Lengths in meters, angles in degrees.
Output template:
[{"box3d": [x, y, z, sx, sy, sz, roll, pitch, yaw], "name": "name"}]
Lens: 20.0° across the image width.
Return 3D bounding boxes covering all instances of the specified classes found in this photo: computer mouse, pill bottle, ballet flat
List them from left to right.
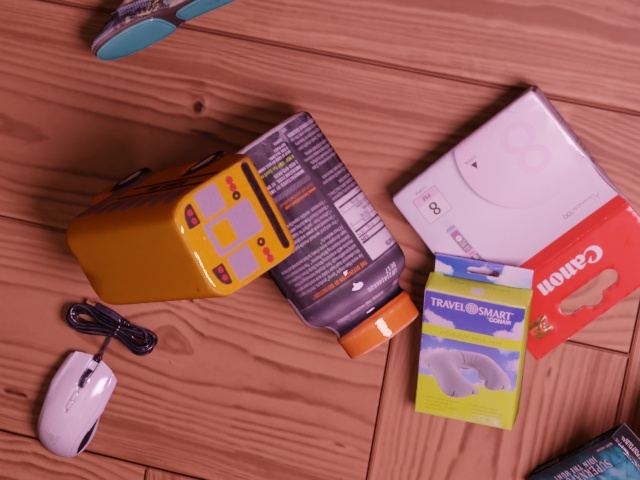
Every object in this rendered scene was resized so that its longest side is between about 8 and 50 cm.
[{"box3d": [-0.264, 0.164, 2.021, 0.106, 0.042, 0.193, 28, 107, 6], "name": "computer mouse"}, {"box3d": [-0.162, -0.251, 1.900, 0.188, 0.070, 0.070, -22, 96, 16], "name": "ballet flat"}, {"box3d": [0.000, 0.000, 1.871, 0.130, 0.130, 0.246, -33, 92, 18], "name": "pill bottle"}]

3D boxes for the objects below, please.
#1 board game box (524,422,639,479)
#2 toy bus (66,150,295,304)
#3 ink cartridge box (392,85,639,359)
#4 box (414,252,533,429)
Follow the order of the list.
[{"box3d": [0.299, 0.261, 1.848, 0.126, 0.026, 0.186, 47, 150, 1], "name": "board game box"}, {"box3d": [-0.150, -0.007, 1.815, 0.332, 0.130, 0.108, -7, 115, 60], "name": "toy bus"}, {"box3d": [0.217, -0.013, 1.854, 0.189, 0.066, 0.232, -38, 87, 19], "name": "ink cartridge box"}, {"box3d": [0.159, 0.106, 1.876, 0.109, 0.042, 0.178, 10, 122, 12], "name": "box"}]
